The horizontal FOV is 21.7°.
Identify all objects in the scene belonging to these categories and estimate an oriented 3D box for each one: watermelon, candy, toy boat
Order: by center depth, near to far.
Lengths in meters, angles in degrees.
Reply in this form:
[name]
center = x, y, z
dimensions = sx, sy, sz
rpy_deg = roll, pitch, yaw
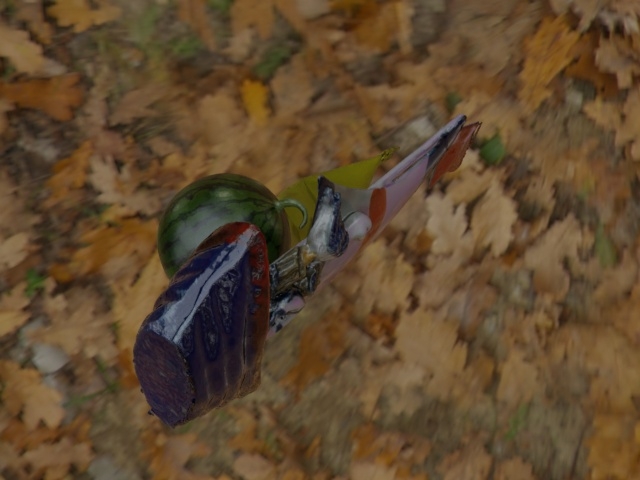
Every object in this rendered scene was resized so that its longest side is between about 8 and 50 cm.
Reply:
[toy boat]
center = -0.017, 0.022, 1.156
dimensions = 0.072, 0.318, 0.219
rpy_deg = 41, 129, 14
[watermelon]
center = -0.067, -0.005, 1.214
dimensions = 0.109, 0.109, 0.109
rpy_deg = 2, 99, 10
[candy]
center = -0.039, 0.018, 1.454
dimensions = 0.081, 0.297, 0.187
rpy_deg = 42, 120, 1
